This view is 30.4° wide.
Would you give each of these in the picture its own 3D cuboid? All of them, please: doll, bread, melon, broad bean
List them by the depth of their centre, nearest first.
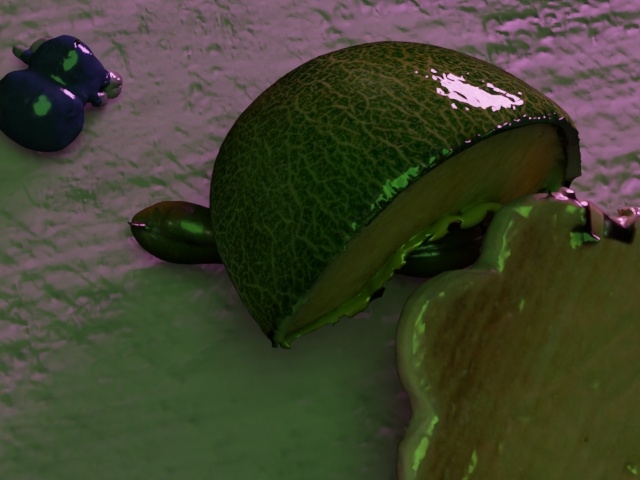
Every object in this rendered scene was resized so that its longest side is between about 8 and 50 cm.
[{"bbox_3d":[0.038,-0.070,0.748,0.265,0.129,0.169,-26,57,-31],"label":"melon"},{"bbox_3d":[0.178,0.118,0.749,0.316,0.054,0.316,1,88,-23],"label":"bread"},{"bbox_3d":[-0.001,0.001,0.791,0.256,0.052,0.052,1,68,-11],"label":"broad bean"},{"bbox_3d":[-0.186,-0.101,0.795,0.076,0.050,0.083,30,73,5],"label":"doll"}]
